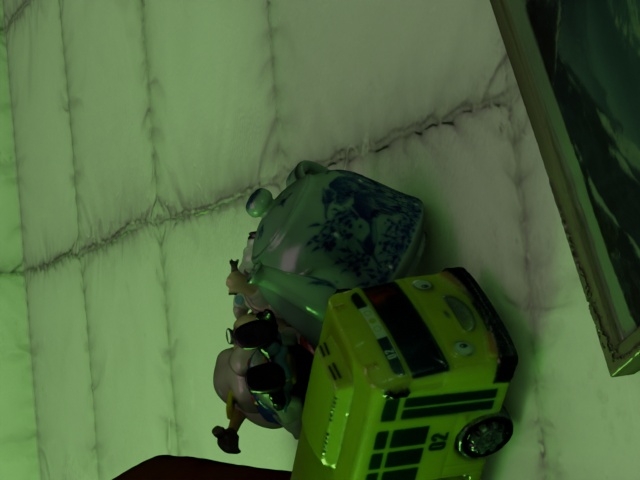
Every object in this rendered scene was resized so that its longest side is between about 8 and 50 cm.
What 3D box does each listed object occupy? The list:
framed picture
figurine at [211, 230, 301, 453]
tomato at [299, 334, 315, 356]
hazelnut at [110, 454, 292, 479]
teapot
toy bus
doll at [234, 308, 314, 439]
[{"bbox_3d":[0.205,-0.111,0.999,0.247,0.022,0.335,123,138,-56],"label":"framed picture"},{"bbox_3d":[-0.056,0.106,1.573,0.137,0.112,0.229,51,-141,-80],"label":"figurine"},{"bbox_3d":[0.022,0.082,1.417,0.087,0.075,0.087,-168,90,-72],"label":"tomato"},{"bbox_3d":[-0.112,0.370,1.447,0.366,0.366,0.366,176,90,-68],"label":"hazelnut"},{"bbox_3d":[0.000,0.000,1.307,0.232,0.159,0.159,-75,-6,-62],"label":"teapot"},{"bbox_3d":[0.059,0.159,1.231,0.128,0.150,0.262,-118,30,-47],"label":"toy bus"},{"bbox_3d":[-0.031,0.115,1.282,0.195,0.070,0.096,60,-159,-72],"label":"doll"}]
